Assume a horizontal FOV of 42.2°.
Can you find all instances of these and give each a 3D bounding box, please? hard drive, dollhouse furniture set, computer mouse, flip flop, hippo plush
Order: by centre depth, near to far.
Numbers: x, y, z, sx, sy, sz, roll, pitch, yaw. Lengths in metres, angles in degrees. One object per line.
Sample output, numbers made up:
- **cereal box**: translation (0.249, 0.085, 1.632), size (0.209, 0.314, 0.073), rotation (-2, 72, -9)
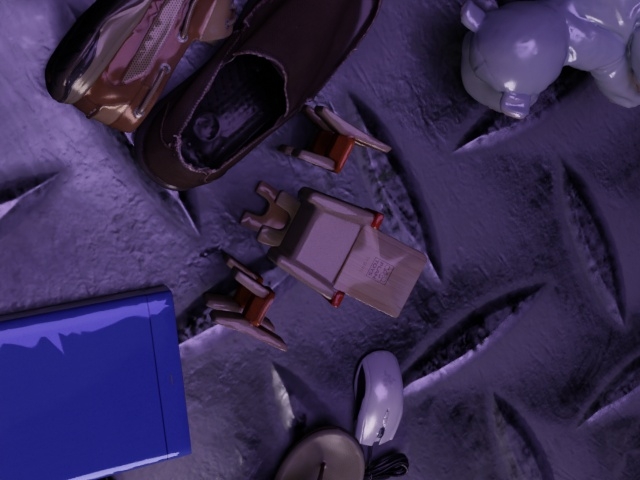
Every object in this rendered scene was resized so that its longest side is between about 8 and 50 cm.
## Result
- **dollhouse furniture set**: translation (0.000, 0.000, 0.910), size (0.135, 0.259, 0.262), rotation (27, 92, -17)
- **hard drive**: translation (-0.314, 0.182, 0.933), size (0.318, 0.040, 0.210), rotation (-10, 106, -22)
- **hippo plush**: translation (0.300, -0.225, 0.994), size (0.236, 0.294, 0.234), rotation (-34, 92, -5)
- **flip flop**: translation (-0.042, 0.362, 1.064), size (0.112, 0.080, 0.277), rotation (44, 86, -8)
- **computer mouse**: translation (0.078, 0.245, 1.121), size (0.106, 0.042, 0.193), rotation (-3, 103, -22)

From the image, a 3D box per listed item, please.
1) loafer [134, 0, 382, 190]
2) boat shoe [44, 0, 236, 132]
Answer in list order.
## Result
- **loafer**: translation (-0.045, -0.189, 0.916), size (0.134, 0.130, 0.366), rotation (42, 84, -26)
- **boat shoe**: translation (-0.150, -0.255, 0.871), size (0.120, 0.122, 0.324), rotation (38, 94, -31)
